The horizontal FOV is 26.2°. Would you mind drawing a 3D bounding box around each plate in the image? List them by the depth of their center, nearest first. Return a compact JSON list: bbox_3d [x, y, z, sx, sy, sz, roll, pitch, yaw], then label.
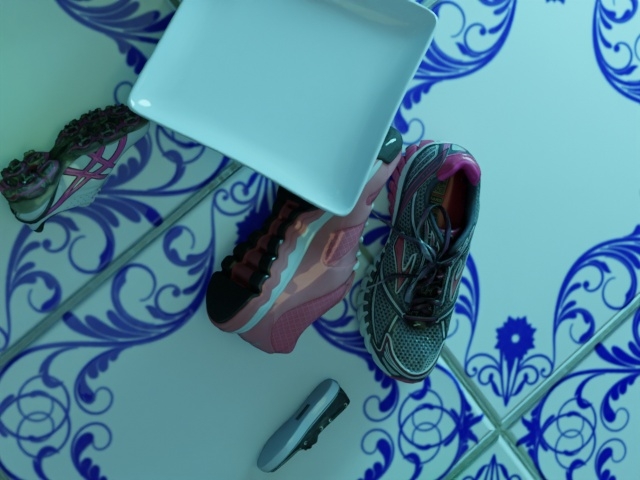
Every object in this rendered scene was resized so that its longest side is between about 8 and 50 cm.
[{"bbox_3d":[-0.040,-0.199,1.560,0.277,0.045,0.278,26,74,-5],"label":"plate"}]

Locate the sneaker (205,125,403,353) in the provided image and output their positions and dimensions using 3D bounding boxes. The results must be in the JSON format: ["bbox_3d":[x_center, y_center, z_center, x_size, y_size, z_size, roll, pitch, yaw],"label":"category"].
[{"bbox_3d":[-0.001,0.000,1.633,0.314,0.116,0.136,-51,127,-5],"label":"sneaker"}]

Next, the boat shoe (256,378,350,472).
[{"bbox_3d":[-0.018,0.233,1.675,0.040,0.049,0.142,46,79,-20],"label":"boat shoe"}]

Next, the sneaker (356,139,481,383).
[{"bbox_3d":[0.122,0.027,1.663,0.121,0.112,0.299,5,97,-20],"label":"sneaker"}]

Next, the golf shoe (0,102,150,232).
[{"bbox_3d":[-0.268,-0.084,1.539,0.186,0.067,0.086,-34,134,-13],"label":"golf shoe"}]
